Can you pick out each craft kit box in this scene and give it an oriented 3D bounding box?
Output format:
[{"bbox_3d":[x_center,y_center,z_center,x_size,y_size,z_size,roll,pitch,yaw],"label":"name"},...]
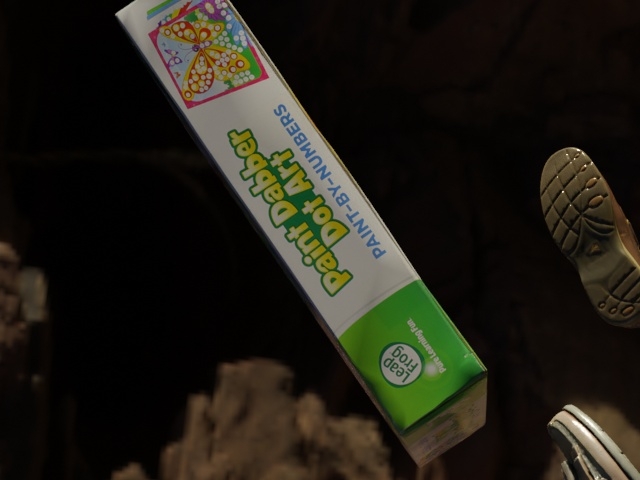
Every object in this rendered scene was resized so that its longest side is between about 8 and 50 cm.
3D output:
[{"bbox_3d":[0.000,0.000,0.866,0.247,0.061,0.250,53,177,13],"label":"craft kit box"}]

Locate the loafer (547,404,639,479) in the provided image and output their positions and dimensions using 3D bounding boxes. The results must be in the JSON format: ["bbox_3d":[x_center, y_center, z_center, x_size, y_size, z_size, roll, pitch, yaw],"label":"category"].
[{"bbox_3d":[0.148,0.137,0.804,0.125,0.039,0.045,51,172,29],"label":"loafer"}]

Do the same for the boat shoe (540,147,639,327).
[{"bbox_3d":[0.250,0.001,1.453,0.064,0.060,0.178,-30,66,19],"label":"boat shoe"}]
